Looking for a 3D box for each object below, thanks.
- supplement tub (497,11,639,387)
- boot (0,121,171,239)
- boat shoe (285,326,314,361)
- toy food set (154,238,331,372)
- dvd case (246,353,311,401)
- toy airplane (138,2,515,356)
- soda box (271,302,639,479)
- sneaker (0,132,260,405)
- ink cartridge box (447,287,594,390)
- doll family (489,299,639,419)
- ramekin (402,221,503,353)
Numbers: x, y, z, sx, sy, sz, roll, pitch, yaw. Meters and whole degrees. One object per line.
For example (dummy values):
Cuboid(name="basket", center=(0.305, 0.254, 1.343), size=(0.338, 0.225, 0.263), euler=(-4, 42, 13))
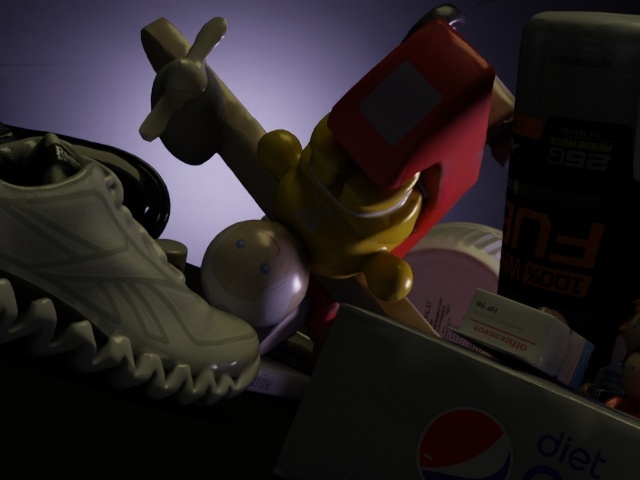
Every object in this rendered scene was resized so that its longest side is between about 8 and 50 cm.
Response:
Cuboid(name="supplement tub", center=(0.226, -0.001, 1.080), size=(0.194, 0.316, 0.193), euler=(3, 9, -1))
Cuboid(name="boot", center=(-0.326, -0.071, 1.543), size=(0.348, 0.131, 0.260), euler=(12, -7, -4))
Cuboid(name="boat shoe", center=(0.018, 0.097, 1.692), size=(0.285, 0.092, 0.103), euler=(22, -1, 5))
Cuboid(name="toy food set", center=(-0.091, 0.067, 1.508), size=(0.232, 0.104, 0.111), euler=(4, 21, -22))
Cuboid(name="dvd case", center=(-0.127, 0.068, 1.123), size=(0.180, 0.022, 0.253), euler=(22, 0, 28))
Cuboid(name="toy airplane", center=(0.000, 0.000, 1.271), size=(0.386, 0.384, 0.272), euler=(11, 31, 44))
Cuboid(name="soda box", center=(0.128, 0.128, 0.743), size=(0.286, 0.098, 0.091), euler=(21, -1, 22))
Cuboid(name="sneaker", center=(-0.132, 0.013, 0.837), size=(0.110, 0.118, 0.292), euler=(19, -4, 45))
Cuboid(name="ink cartridge box", center=(0.105, 0.050, 0.787), size=(0.048, 0.028, 0.083), euler=(20, -6, 31))
Cuboid(name="doll family", center=(0.184, 0.117, 0.915), size=(0.118, 0.163, 0.263), euler=(24, -1, -14))
Cuboid(name="ramekin", center=(0.128, 0.085, 1.489), size=(0.207, 0.207, 0.109), euler=(22, 8, 18))
